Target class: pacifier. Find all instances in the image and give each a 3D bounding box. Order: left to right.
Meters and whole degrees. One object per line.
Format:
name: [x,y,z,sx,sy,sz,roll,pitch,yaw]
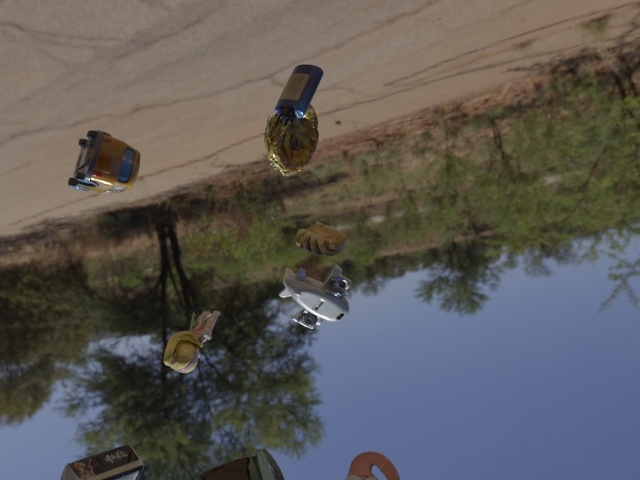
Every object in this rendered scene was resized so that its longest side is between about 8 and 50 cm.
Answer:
pacifier: [0.145,0.822,1.832,0.220,0.332,0.273,32,-174,14]

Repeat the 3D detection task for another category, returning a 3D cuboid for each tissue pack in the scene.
tissue pack: [-0.501,0.543,1.343,0.090,0.103,0.170,35,-166,29]

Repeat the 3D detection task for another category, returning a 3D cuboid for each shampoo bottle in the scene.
shampoo bottle: [-0.061,-0.374,1.528,0.087,0.183,0.050,11,155,24]

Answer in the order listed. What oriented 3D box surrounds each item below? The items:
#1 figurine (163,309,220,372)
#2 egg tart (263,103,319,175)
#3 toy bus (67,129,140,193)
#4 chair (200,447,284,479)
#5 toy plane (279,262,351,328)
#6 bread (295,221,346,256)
figurine: [-0.276,0.208,1.265,0.083,0.083,0.187,-12,-151,30]
egg tart: [-0.117,-0.379,2.155,0.116,0.295,0.294,16,-165,31]
toy bus: [-0.513,-0.176,1.412,0.136,0.126,0.209,17,169,-31]
chair: [-0.203,0.647,1.537,0.186,0.160,0.319,-18,166,-17]
toy plane: [-0.014,0.177,1.907,0.252,0.252,0.118,-12,-151,4]
bread: [0.000,0.000,1.908,0.119,0.084,0.177,-18,-152,-42]
